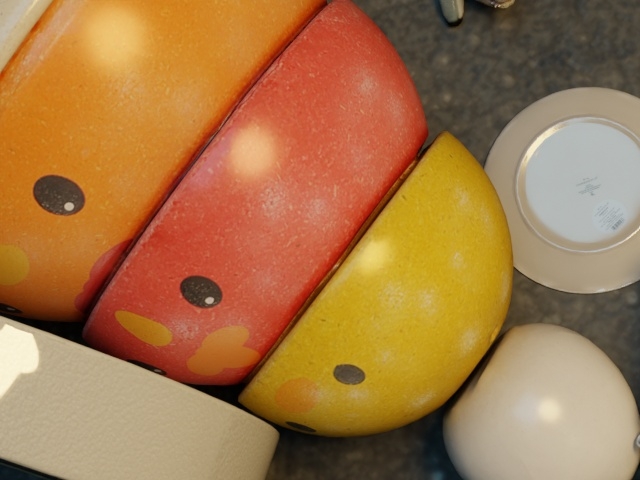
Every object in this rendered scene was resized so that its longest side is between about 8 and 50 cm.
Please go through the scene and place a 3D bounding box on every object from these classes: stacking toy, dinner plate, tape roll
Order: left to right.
[{"bbox_3d":[-0.217,0.083,1.138,0.392,0.392,0.072,16,81,15],"label":"tape roll"},{"bbox_3d":[0.000,0.000,1.191,0.480,0.350,0.351,36,86,2],"label":"stacking toy"},{"bbox_3d":[0.175,-0.035,1.278,0.141,0.017,0.141,-2,78,11],"label":"dinner plate"}]

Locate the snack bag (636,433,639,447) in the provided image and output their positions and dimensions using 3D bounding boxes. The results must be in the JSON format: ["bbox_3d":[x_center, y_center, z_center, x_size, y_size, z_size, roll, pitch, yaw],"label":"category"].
[{"bbox_3d":[0.336,0.162,1.109,0.323,0.037,0.342,25,83,16],"label":"snack bag"}]

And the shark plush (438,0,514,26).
[{"bbox_3d":[0.095,-0.224,1.313,0.073,0.067,0.161,-20,73,7],"label":"shark plush"}]
